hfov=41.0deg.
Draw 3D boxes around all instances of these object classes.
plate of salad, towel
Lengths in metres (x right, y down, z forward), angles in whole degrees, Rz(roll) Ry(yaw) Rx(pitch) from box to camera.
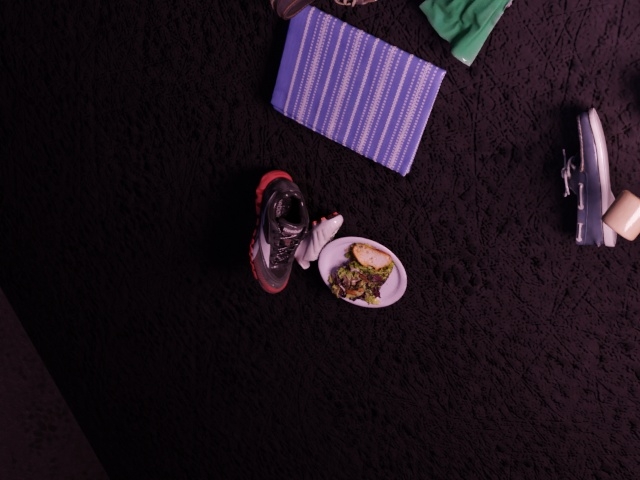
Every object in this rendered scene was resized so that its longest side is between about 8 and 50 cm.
[{"bbox_3d":[0.087,0.077,1.846,0.200,0.048,0.199,12,132,13],"label":"plate of salad"},{"bbox_3d":[0.062,-0.296,1.661,0.336,0.040,0.243,30,130,17],"label":"towel"}]

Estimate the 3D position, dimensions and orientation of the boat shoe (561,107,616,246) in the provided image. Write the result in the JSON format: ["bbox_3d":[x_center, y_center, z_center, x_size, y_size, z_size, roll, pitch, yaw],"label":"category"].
[{"bbox_3d":[0.451,-0.101,1.448,0.079,0.095,0.254,-3,126,26],"label":"boat shoe"}]

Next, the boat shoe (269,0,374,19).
[{"bbox_3d":[0.048,-0.467,1.485,0.355,0.132,0.130,-26,100,45],"label":"boat shoe"}]

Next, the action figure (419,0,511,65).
[{"bbox_3d":[0.274,-0.411,1.396,0.137,0.063,0.232,49,139,3],"label":"action figure"}]

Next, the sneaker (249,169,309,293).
[{"bbox_3d":[-0.088,-0.007,1.849,0.135,0.098,0.275,31,118,58],"label":"sneaker"}]

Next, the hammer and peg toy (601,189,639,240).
[{"bbox_3d":[0.621,0.012,1.293,0.361,0.266,0.127,37,112,14],"label":"hammer and peg toy"}]

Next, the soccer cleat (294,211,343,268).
[{"bbox_3d":[0.000,0.000,1.871,0.196,0.068,0.076,-36,80,53],"label":"soccer cleat"}]
